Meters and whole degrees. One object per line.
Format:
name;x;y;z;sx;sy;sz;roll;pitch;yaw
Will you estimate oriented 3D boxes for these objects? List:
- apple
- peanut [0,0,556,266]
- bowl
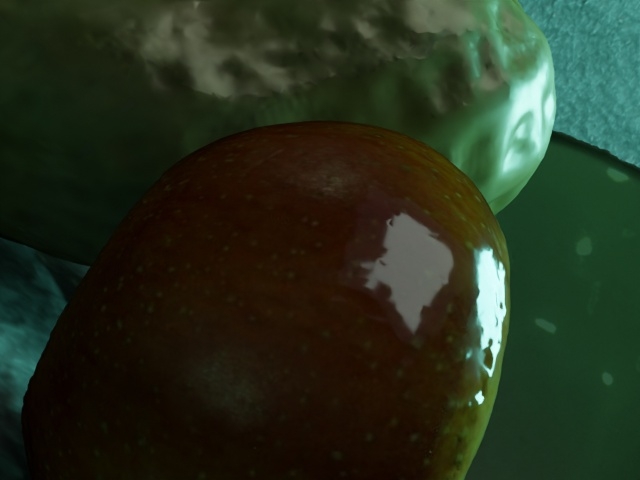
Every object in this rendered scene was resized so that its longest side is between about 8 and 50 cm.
apple;-0.022;0.052;0.665;0.173;0.210;0.235;22;32;-3
peanut;-0.055;-0.080;0.822;0.387;0.169;0.192;-3;63;-22
bowl;0.079;0.094;0.915;0.337;0.337;0.157;55;-25;39
